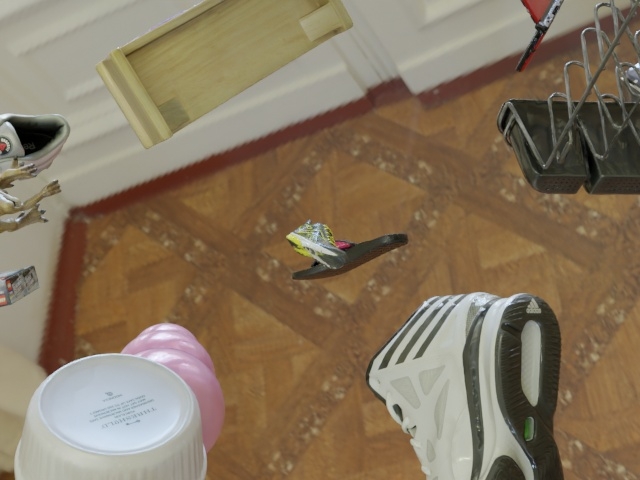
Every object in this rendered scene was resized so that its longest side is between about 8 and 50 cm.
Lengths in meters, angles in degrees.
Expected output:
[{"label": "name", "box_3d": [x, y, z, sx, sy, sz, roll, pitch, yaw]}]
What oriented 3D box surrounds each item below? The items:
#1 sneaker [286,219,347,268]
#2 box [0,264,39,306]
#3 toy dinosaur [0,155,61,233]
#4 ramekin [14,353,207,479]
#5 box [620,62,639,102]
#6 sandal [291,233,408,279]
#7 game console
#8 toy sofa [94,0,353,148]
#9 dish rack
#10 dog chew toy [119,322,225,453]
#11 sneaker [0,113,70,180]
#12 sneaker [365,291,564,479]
[{"label": "sneaker", "box_3d": [0.000, 0.000, 1.026, 0.035, 0.031, 0.083, -50, 40, -13]}, {"label": "box", "box_3d": [-0.358, 0.057, 1.057, 0.137, 0.094, 0.027, -13, 98, 3]}, {"label": "toy dinosaur", "box_3d": [-0.251, -0.019, 0.791, 0.093, 0.053, 0.183, -33, 0, -40]}, {"label": "ramekin", "box_3d": [-0.287, 0.271, 1.490, 0.273, 0.127, 0.273, 7, 31, -4]}, {"label": "box", "box_3d": [0.509, -0.131, 1.090, 0.395, 0.318, 0.097, -33, 45, -5]}, {"label": "sandal", "box_3d": [0.037, 0.014, 1.420, 0.179, 0.067, 0.040, -24, 76, 32]}, {"label": "game console", "box_3d": [0.304, -0.339, 1.585, 0.085, 0.124, 0.144, 30, 40, 4]}, {"label": "toy sofa", "box_3d": [-0.149, -0.293, 1.625, 0.362, 0.150, 0.177, -34, 12, -15]}, {"label": "dish rack", "box_3d": [0.250, -0.118, 0.670, 0.208, 0.271, 0.074, -1, 59, -12]}, {"label": "dog chew toy", "box_3d": [-0.266, 0.248, 1.822, 0.207, 0.206, 0.332, -35, 19, 7]}, {"label": "sneaker", "box_3d": [-0.538, -0.135, 1.665, 0.330, 0.122, 0.146, -30, 3, -40]}, {"label": "sneaker", "box_3d": [0.186, 0.289, 1.469, 0.257, 0.169, 0.447, 3, 86, 51]}]
